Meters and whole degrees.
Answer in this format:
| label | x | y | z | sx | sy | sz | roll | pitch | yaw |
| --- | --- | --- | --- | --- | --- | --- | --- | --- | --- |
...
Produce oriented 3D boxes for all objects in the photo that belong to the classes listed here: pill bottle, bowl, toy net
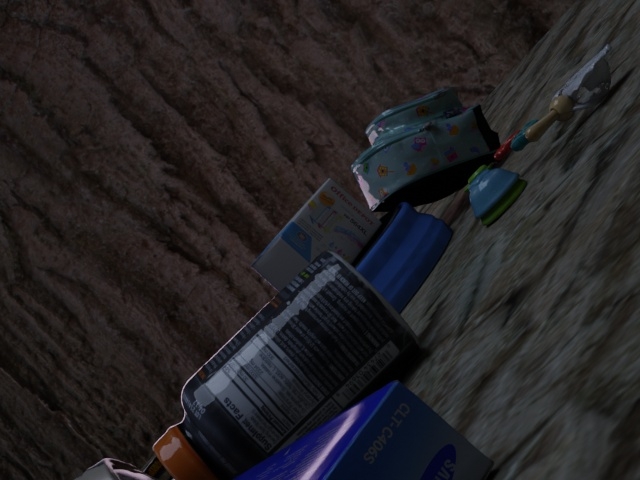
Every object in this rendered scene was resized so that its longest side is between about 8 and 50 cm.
| label | x | y | z | sx | sy | sz | roll | pitch | yaw |
| --- | --- | --- | --- | --- | --- | --- | --- | --- | --- |
| pill bottle | -0.037 | 0.135 | 1.084 | 0.245 | 0.130 | 0.130 | -43 | 2 | -4 |
| bowl | 0.016 | 0.106 | 1.560 | 0.391 | 0.077 | 0.391 | -48 | 2 | 2 |
| toy net | 0.248 | -0.118 | 1.307 | 0.232 | 0.045 | 0.122 | -47 | 1 | 17 |

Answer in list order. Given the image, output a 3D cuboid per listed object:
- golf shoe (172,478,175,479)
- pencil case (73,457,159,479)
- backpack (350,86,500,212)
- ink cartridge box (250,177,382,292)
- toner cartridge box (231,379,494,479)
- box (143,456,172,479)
| label | x | y | z | sx | sy | sz | roll | pitch | yaw |
| --- | --- | --- | --- | --- | --- | --- | --- | --- | --- |
| golf shoe | -0.158 | 0.316 | 1.377 | 0.094 | 0.077 | 0.198 | -66 | 3 | -38 |
| pencil case | -0.244 | 0.372 | 1.012 | 0.410 | 0.183 | 0.160 | -48 | -31 | -7 |
| backpack | 0.135 | -0.120 | 1.659 | 0.188 | 0.144 | 0.166 | -30 | -3 | -19 |
| ink cartridge box | 0.000 | 0.000 | 1.479 | 0.143 | 0.092 | 0.090 | -51 | 4 | -40 |
| toner cartridge box | -0.035 | 0.209 | 0.744 | 0.165 | 0.075 | 0.348 | -51 | 3 | -28 |
| box | -0.155 | 0.228 | 1.239 | 0.137 | 0.027 | 0.094 | -49 | -5 | -39 |
